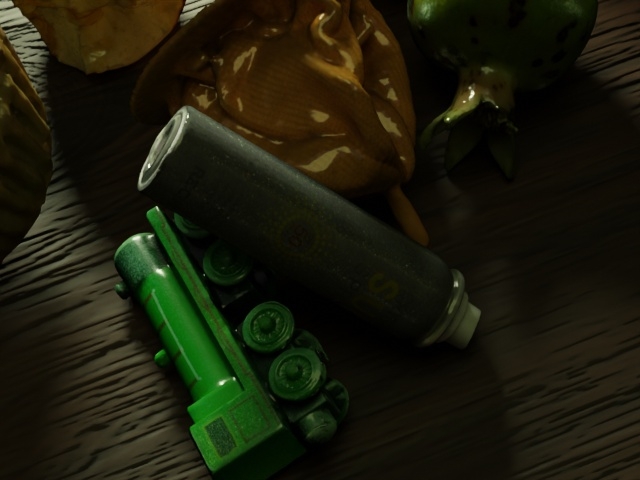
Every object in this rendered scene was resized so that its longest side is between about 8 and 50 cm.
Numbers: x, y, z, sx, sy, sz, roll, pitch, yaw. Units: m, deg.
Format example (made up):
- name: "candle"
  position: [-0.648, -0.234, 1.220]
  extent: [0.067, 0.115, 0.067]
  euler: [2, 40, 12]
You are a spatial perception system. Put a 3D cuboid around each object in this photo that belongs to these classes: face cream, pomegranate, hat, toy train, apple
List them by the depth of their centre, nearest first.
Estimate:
- name: "face cream"
  position: [0.000, 0.000, 1.151]
  extent: [0.283, 0.073, 0.073]
  euler: [30, 58, -18]
- name: "toy train"
  position: [-0.075, 0.069, 1.183]
  extent: [0.119, 0.085, 0.251]
  euler: [-34, 56, 1]
- name: "hat"
  position: [0.018, -0.085, 1.238]
  extent: [0.233, 0.244, 0.233]
  euler: [-43, 75, 26]
- name: "pomegranate"
  position: [0.140, -0.162, 1.291]
  extent: [0.156, 0.156, 0.220]
  euler: [20, 92, 16]
- name: "apple"
  position: [-0.196, -0.241, 1.341]
  extent: [0.156, 0.158, 0.147]
  euler: [6, 56, 13]

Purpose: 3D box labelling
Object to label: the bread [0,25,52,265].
- name: "bread"
  position: [-0.338, -0.086, 1.237]
  extent: [0.274, 0.149, 0.274]
  euler: [-7, 73, 23]
